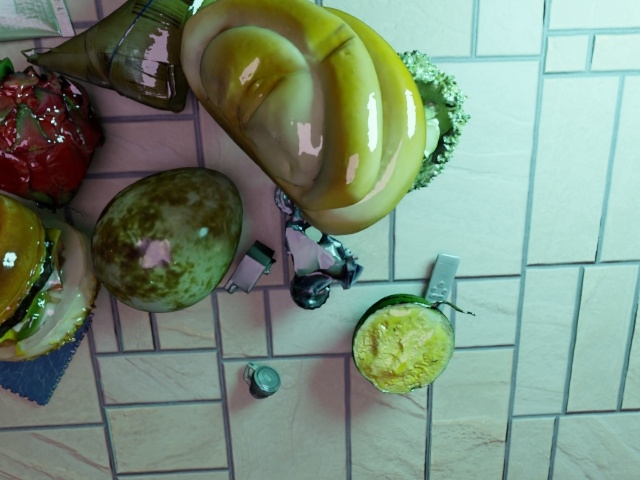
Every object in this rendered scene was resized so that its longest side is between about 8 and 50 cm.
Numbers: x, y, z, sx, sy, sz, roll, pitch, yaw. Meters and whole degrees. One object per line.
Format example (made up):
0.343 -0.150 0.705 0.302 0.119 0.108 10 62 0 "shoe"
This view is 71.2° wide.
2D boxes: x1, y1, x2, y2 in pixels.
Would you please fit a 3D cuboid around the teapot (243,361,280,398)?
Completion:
-0.136 0.313 0.992 0.088 0.066 0.057 40 119 11 "teapot"

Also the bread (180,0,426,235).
-0.048 -0.195 0.705 0.424 0.245 0.329 47 127 21 "bread"

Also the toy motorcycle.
0.000 0.000 0.890 0.158 0.106 0.271 -8 94 -4 "toy motorcycle"

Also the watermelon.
0.169 0.196 0.933 0.204 0.127 0.232 21 106 -7 "watermelon"

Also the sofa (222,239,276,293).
-0.132 0.059 0.876 0.060 0.147 0.085 35 98 -6 "sofa"

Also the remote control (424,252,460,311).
0.252 0.112 0.969 0.049 0.027 0.184 11 109 -4 "remote control"

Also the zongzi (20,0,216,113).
-0.340 -0.383 0.773 0.288 0.123 0.260 22 96 1 "zongzi"

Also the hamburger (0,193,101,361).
-0.537 0.072 0.769 0.290 0.291 0.225 -29 148 5 "hamburger"

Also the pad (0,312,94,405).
-0.662 0.201 0.962 0.268 0.012 0.270 29 102 -9 "pad"

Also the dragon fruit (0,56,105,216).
-0.493 -0.163 0.793 0.233 0.234 0.293 -14 136 1 "dragon fruit"

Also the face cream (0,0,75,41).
-0.626 -0.399 0.777 0.340 0.084 0.138 -14 107 -7 "face cream"

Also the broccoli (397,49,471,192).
0.161 -0.204 0.806 0.197 0.176 0.227 6 90 -3 "broccoli"

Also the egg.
-0.267 -0.009 0.810 0.238 0.238 0.290 37 82 -11 "egg"
